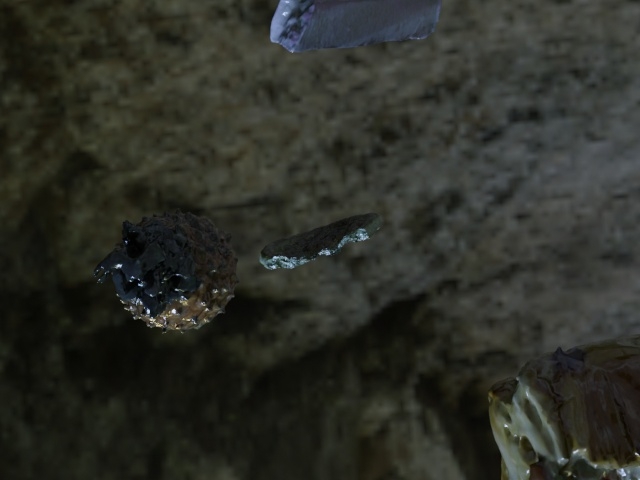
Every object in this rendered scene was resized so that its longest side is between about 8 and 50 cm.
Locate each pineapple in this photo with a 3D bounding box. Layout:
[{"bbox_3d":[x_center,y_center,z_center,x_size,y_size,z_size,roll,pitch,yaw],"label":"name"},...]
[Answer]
[{"bbox_3d":[-0.127,0.021,1.394,0.198,0.108,0.108,37,-132,-80],"label":"pineapple"}]

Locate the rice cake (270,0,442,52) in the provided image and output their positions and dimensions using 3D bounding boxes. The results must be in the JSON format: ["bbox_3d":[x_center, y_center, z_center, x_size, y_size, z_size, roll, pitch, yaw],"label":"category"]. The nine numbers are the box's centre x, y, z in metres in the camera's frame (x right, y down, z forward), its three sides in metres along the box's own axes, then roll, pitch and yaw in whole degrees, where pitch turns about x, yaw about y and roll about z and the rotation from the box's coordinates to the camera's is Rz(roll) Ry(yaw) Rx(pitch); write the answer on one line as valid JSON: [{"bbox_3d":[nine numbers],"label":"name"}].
[{"bbox_3d":[0.046,-0.257,1.958,0.365,0.056,0.072,-21,-49,-58],"label":"rice cake"}]

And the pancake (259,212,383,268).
[{"bbox_3d":[0.001,0.000,1.731,0.116,0.129,0.022,-116,7,-79],"label":"pancake"}]

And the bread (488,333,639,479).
[{"bbox_3d":[0.341,0.245,1.699,0.191,0.370,0.314,-34,71,56],"label":"bread"}]
